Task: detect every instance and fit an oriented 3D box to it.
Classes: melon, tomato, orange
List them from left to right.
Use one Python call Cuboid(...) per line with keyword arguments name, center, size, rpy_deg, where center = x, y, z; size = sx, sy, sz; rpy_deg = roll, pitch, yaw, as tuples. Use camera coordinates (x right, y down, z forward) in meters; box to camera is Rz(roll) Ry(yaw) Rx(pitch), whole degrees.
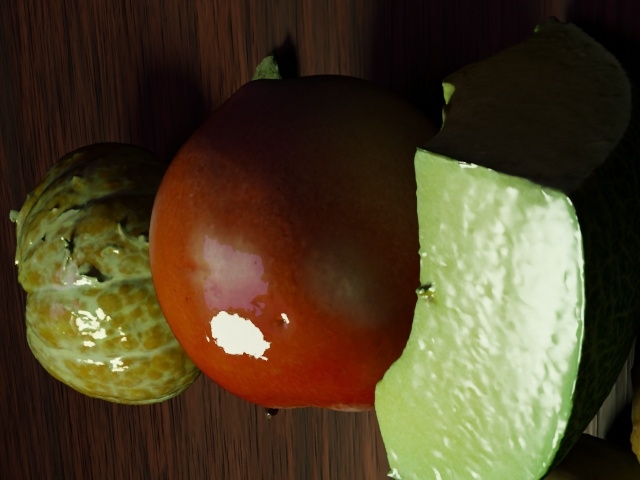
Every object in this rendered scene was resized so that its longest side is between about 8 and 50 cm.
Cuboid(name="orange", center=(-0.248, 0.043, 1.791), size=(0.329, 0.249, 0.329), rpy_deg=(172, 90, -75))
Cuboid(name="tomato", center=(0.000, 0.000, 1.321), size=(0.321, 0.321, 0.321), rpy_deg=(31, 128, 50))
Cuboid(name="melon", center=(0.147, 0.040, 1.136), size=(0.331, 0.226, 0.343), rpy_deg=(-97, 1, -59))

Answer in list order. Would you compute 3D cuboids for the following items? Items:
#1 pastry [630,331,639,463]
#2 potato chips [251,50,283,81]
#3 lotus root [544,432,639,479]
Cuboid(name="pastry", center=(0.323, 0.117, 1.023), size=(0.257, 0.121, 0.235), rpy_deg=(-126, 39, -51))
Cuboid(name="potato chips", center=(-0.031, -0.096, 1.615), size=(0.202, 0.029, 0.220), rpy_deg=(-34, 75, 61))
Cuboid(name="lotus root", center=(0.271, 0.273, 1.153), size=(0.343, 0.151, 0.169), rpy_deg=(33, 146, 44))
